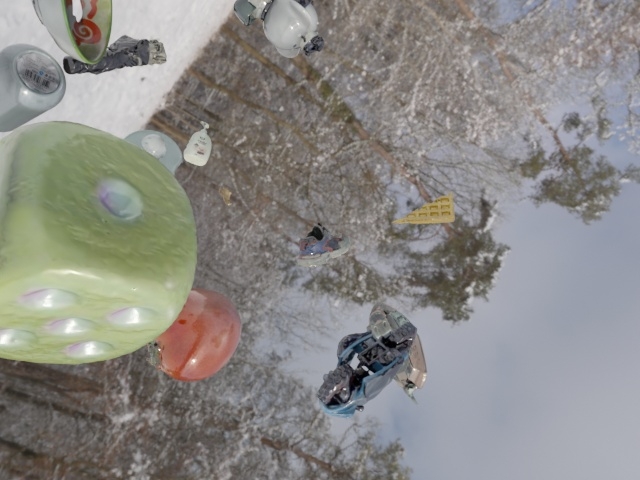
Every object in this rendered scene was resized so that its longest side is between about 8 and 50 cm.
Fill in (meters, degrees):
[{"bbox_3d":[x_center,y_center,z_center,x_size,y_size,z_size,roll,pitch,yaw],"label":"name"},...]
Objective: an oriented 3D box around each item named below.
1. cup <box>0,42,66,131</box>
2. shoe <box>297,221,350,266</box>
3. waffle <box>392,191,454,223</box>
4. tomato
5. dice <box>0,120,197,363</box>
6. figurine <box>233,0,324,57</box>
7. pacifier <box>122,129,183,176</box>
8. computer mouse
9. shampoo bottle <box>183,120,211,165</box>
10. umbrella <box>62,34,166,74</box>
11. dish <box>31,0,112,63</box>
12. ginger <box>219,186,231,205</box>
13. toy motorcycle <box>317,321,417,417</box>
[{"bbox_3d":[-0.930,-0.466,1.537,0.312,0.205,0.205,-7,-125,35],"label":"cup"},{"bbox_3d":[0.000,0.000,1.565,0.099,0.125,0.228,-6,-165,39],"label":"shoe"},{"bbox_3d":[0.324,-0.103,1.593,0.191,0.032,0.125,0,-126,11],"label":"waffle"},{"bbox_3d":[-0.410,0.289,1.627,0.321,0.322,0.321,-43,-149,33],"label":"tomato"},{"bbox_3d":[-0.339,0.009,0.693,0.250,0.254,0.251,-36,-128,27],"label":"dice"},{"bbox_3d":[-0.069,-0.400,0.877,0.126,0.192,0.147,-47,-173,-12],"label":"figurine"},{"bbox_3d":[-0.684,-0.324,1.981,0.269,0.288,0.343,133,-37,-53],"label":"pacifier"},{"bbox_3d":[0.299,0.400,1.831,0.199,0.115,0.388,-43,-114,53],"label":"computer mouse"},{"bbox_3d":[-0.383,-0.314,1.613,0.045,0.077,0.151,-46,-151,53],"label":"shampoo bottle"},{"bbox_3d":[-0.650,-0.591,1.600,0.113,0.106,0.358,13,-150,30],"label":"umbrella"},{"bbox_3d":[-0.660,-0.636,1.311,0.324,0.124,0.323,-175,-90,-86],"label":"dish"},{"bbox_3d":[-0.383,-0.187,2.060,0.048,0.030,0.097,-47,-119,27],"label":"ginger"},{"bbox_3d":[0.133,0.393,1.528,0.172,0.416,0.232,40,-45,27],"label":"toy motorcycle"}]
